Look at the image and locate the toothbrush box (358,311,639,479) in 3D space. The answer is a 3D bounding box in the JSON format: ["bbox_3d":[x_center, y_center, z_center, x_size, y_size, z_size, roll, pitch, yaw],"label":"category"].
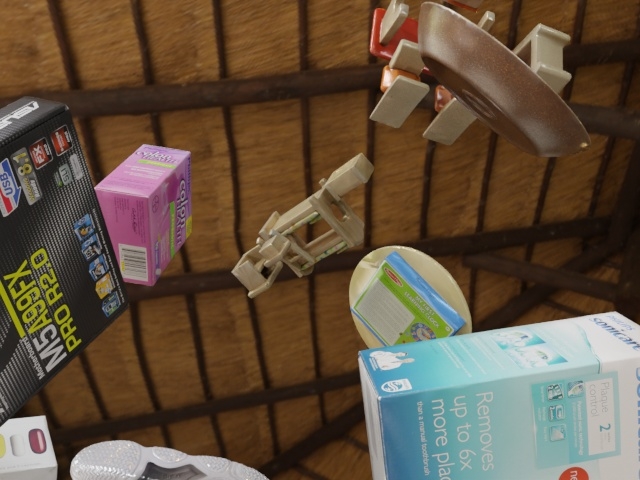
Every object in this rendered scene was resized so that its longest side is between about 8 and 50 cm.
[{"bbox_3d":[0.202,0.211,0.688,0.296,0.126,0.216,-7,-77,-5],"label":"toothbrush box"}]

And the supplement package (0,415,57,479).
[{"bbox_3d":[-0.573,0.416,1.059,0.145,0.262,0.203,36,-61,54],"label":"supplement package"}]

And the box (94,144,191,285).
[{"bbox_3d":[-0.375,-0.060,1.440,0.118,0.243,0.213,9,-60,6],"label":"box"}]

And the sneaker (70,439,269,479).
[{"bbox_3d":[-0.176,0.345,0.806,0.269,0.101,0.153,12,-80,6],"label":"sneaker"}]

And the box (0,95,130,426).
[{"bbox_3d":[-0.309,0.026,0.656,0.060,0.216,0.270,15,-49,24],"label":"box"}]

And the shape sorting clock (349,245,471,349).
[{"bbox_3d":[0.127,0.106,0.965,0.206,0.040,0.206,22,-56,37],"label":"shape sorting clock"}]

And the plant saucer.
[{"bbox_3d":[0.155,-0.136,0.606,0.199,0.198,0.036,41,-81,-1],"label":"plant saucer"}]

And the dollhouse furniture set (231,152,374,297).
[{"bbox_3d":[0.000,0.000,0.889,0.182,0.161,0.101,-31,-72,35],"label":"dollhouse furniture set"}]

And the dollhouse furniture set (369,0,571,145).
[{"bbox_3d":[0.190,-0.245,0.899,0.259,0.261,0.135,16,-27,-12],"label":"dollhouse furniture set"}]
